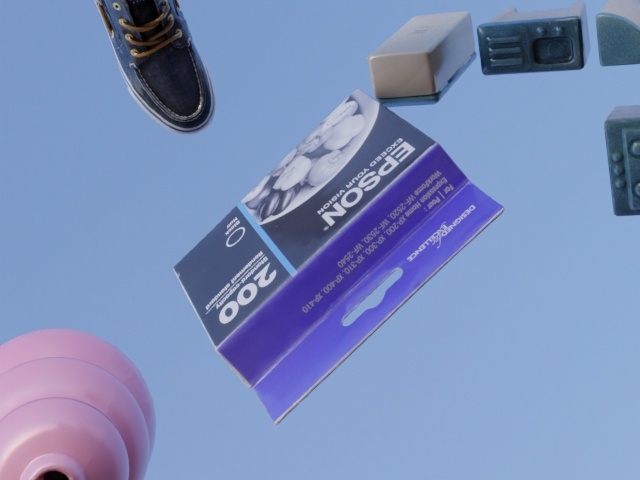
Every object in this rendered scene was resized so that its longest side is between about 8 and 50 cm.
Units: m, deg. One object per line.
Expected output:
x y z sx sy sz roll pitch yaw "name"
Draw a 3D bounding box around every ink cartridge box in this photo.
0.000 0.000 0.790 0.206 0.208 0.045 -44 -60 0 "ink cartridge box"

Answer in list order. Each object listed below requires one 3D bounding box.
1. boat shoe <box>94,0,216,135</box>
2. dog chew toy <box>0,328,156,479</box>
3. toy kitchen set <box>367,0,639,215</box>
-0.135 -0.165 0.862 0.065 0.083 0.183 -29 -83 -9 "boat shoe"
-0.255 0.197 1.082 0.207 0.332 0.206 0 -88 -13 "dog chew toy"
0.165 -0.095 0.900 0.122 0.207 0.166 -48 -49 -55 "toy kitchen set"
